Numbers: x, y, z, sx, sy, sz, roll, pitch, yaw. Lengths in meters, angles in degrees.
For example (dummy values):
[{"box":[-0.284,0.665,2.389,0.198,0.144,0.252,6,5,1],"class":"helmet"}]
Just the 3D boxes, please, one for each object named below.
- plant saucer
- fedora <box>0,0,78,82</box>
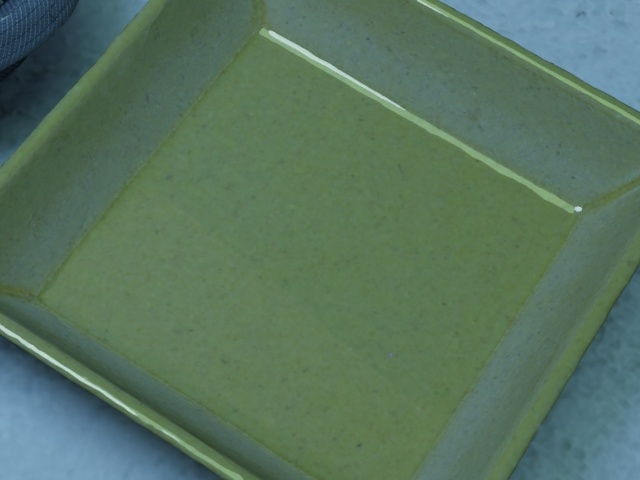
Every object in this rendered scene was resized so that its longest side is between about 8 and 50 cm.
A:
[{"box":[0.000,0.000,0.921,0.333,0.081,0.333,31,63,11],"class":"plant saucer"},{"box":[-0.275,-0.176,0.962,0.275,0.124,0.244,18,63,1],"class":"fedora"}]
